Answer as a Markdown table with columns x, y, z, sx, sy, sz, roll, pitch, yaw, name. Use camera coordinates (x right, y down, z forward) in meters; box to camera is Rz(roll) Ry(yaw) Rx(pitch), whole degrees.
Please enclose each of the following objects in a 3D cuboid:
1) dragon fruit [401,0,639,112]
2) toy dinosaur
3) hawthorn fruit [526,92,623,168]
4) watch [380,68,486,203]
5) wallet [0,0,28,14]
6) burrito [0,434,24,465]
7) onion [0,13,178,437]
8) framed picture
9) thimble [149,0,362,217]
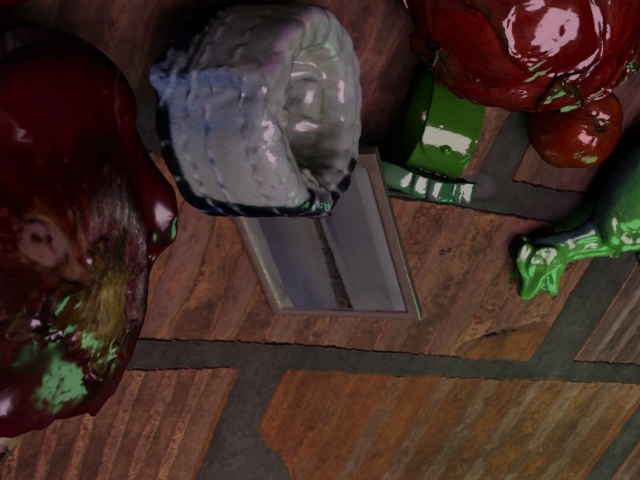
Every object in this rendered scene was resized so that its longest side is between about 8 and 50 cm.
| x | y | z | sx | sy | sz | roll | pitch | yaw | name |
| --- | --- | --- | --- | --- | --- | --- | --- | --- | --- |
| 0.203 | -0.246 | 0.948 | 0.299 | 0.244 | 0.244 | 17 | 121 | -7 | dragon fruit |
| 0.450 | -0.140 | 1.250 | 0.374 | 0.144 | 0.500 | -9 | 127 | -2 | toy dinosaur |
| 0.334 | -0.150 | 1.170 | 0.128 | 0.128 | 0.128 | -12 | 131 | -15 | hawthorn fruit |
| 0.129 | -0.130 | 1.091 | 0.131 | 0.165 | 0.152 | 14 | 100 | -7 | watch |
| -0.286 | -0.289 | 0.827 | 0.204 | 0.045 | 0.142 | -28 | 132 | 0 | wallet |
| -0.453 | 0.191 | 1.081 | 0.190 | 0.135 | 0.332 | 30 | 114 | -29 | burrito |
| -0.366 | -0.016 | 0.860 | 0.420 | 0.398 | 0.398 | 2 | 138 | 24 | onion |
| 0.000 | 0.000 | 1.131 | 0.213 | 0.016 | 0.289 | 0 | 136 | 20 | framed picture |
| -0.059 | -0.134 | 0.918 | 0.150 | 0.237 | 0.237 | 3 | 138 | 24 | thimble |
